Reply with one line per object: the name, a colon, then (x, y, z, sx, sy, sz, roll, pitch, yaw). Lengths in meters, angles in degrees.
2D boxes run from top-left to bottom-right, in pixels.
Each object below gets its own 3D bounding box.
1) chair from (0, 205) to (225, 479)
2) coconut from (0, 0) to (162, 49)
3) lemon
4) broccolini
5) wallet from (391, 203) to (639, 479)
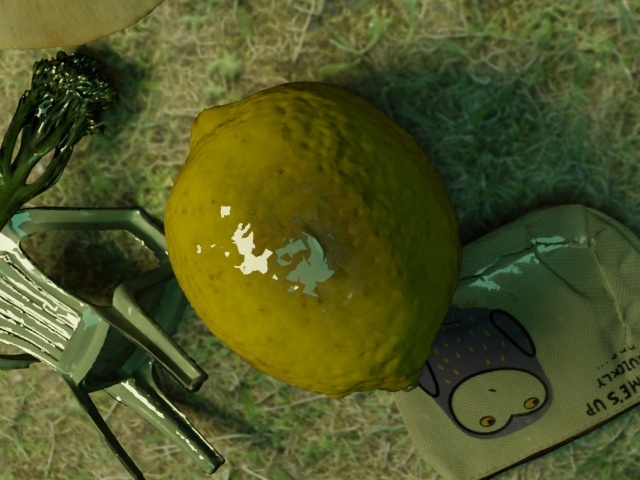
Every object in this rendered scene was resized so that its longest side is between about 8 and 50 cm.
chair: (-0.206, 0.094, 1.192, 0.275, 0.190, 0.203, 37, 113, 22)
coconut: (-0.218, -0.293, 0.957, 0.329, 0.329, 0.328, 2, 112, 5)
lemon: (0.000, 0.000, 1.086, 0.253, 0.253, 0.310, -39, 88, 19)
broccolini: (-0.270, -0.089, 1.151, 0.091, 0.068, 0.202, 38, 83, -20)
wallet: (0.214, 0.109, 1.211, 0.335, 0.068, 0.275, -29, 108, 18)
